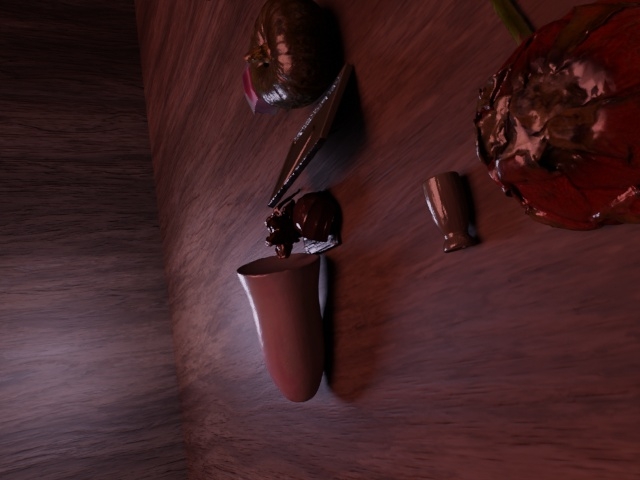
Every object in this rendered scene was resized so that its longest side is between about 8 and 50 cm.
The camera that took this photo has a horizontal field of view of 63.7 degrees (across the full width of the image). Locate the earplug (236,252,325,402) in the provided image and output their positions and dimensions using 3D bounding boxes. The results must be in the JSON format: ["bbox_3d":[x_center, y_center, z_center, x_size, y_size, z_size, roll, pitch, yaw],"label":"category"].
[{"bbox_3d":[-0.064,0.191,1.065,0.172,0.172,0.302,10,111,62],"label":"earplug"}]

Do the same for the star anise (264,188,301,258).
[{"bbox_3d":[-0.068,-0.048,1.087,0.070,0.191,0.097,-14,123,40],"label":"star anise"}]

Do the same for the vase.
[{"bbox_3d":[0.172,-0.036,0.686,0.053,0.053,0.101,-31,71,60],"label":"vase"}]

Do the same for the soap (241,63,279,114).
[{"bbox_3d":[-0.124,-0.362,1.169,0.056,0.100,0.149,-36,61,59],"label":"soap"}]

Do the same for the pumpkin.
[{"bbox_3d":[-0.071,-0.365,1.005,0.219,0.162,0.219,173,90,-65],"label":"pumpkin"}]

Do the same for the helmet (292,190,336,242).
[{"bbox_3d":[-0.021,-0.051,1.024,0.123,0.070,0.098,49,127,57],"label":"helmet"}]

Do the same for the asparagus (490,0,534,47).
[{"bbox_3d":[0.203,-0.308,0.624,0.024,0.025,0.249,104,151,-59],"label":"asparagus"}]

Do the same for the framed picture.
[{"bbox_3d":[-0.026,-0.190,0.988,0.265,0.018,0.192,-41,26,57],"label":"framed picture"}]

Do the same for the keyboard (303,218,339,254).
[{"bbox_3d":[0.000,0.000,1.068,0.155,0.010,0.053,-27,68,61],"label":"keyboard"}]

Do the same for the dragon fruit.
[{"bbox_3d":[0.221,-0.113,0.476,0.224,0.148,0.219,58,141,42],"label":"dragon fruit"}]
